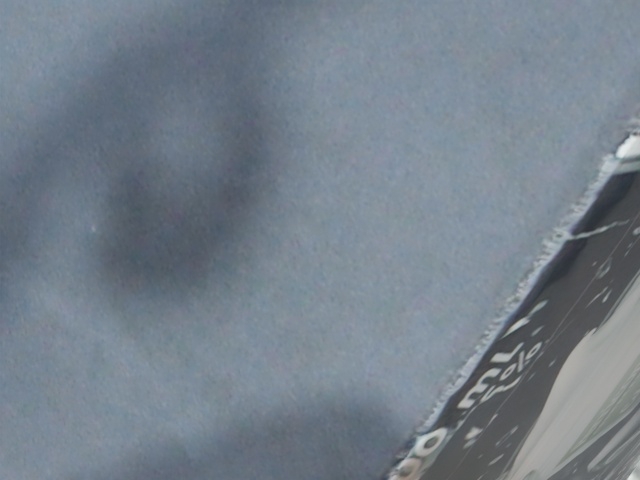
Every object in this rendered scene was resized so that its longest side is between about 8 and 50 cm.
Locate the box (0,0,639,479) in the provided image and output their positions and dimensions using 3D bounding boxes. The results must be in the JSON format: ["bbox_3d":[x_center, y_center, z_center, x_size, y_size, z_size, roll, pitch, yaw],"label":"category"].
[{"bbox_3d":[0.000,0.000,0.756,0.297,0.472,0.480,41,117,19],"label":"box"}]
